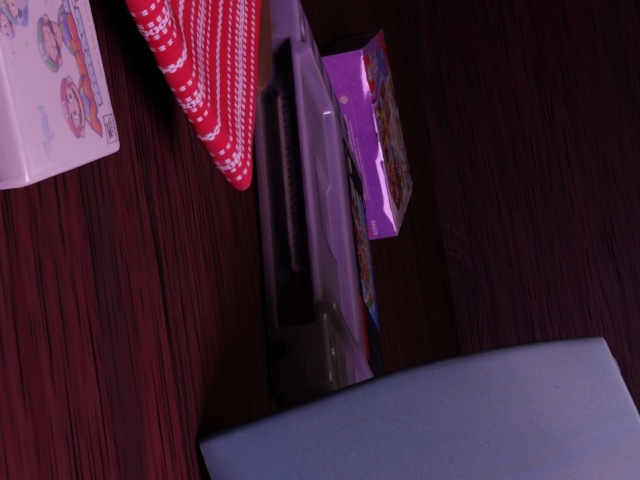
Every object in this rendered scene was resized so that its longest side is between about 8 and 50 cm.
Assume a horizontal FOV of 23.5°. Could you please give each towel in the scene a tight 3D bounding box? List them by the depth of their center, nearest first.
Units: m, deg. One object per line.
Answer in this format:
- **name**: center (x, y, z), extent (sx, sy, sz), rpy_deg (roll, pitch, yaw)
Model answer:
- **towel**: center (-0.078, -0.183, 0.848), extent (0.275, 0.031, 0.199), rpy_deg (64, 23, -52)

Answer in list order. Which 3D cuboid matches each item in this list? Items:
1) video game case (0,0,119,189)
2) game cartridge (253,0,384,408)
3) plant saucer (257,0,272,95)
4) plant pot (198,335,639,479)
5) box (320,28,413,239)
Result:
- **video game case**: center (-0.129, -0.107, 0.675), extent (0.143, 0.019, 0.157), rpy_deg (-50, 129, -78)
- **game cartridge**: center (0.000, 0.000, 1.265), extent (0.230, 0.068, 0.355), rpy_deg (57, 24, -59)
- **plant saucer**: center (-0.080, -0.214, 1.056), extent (0.278, 0.041, 0.278), rpy_deg (-10, 90, -82)
- **plant pot**: center (0.081, 0.156, 0.906), extent (0.165, 0.234, 0.165), rpy_deg (47, 21, -74)
- **box**: center (0.052, -0.126, 1.738), extent (0.293, 0.057, 0.201), rpy_deg (-60, 140, -77)
